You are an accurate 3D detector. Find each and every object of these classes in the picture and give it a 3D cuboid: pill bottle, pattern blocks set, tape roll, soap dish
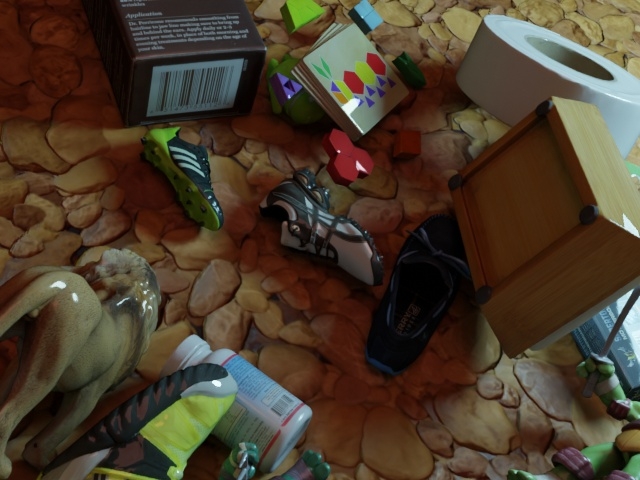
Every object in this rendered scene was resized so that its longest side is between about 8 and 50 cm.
[{"bbox_3d":[-0.095,0.175,1.080,0.160,0.087,0.087,35,51,12],"label":"pill bottle"},{"bbox_3d":[0.043,-0.228,1.414,0.285,0.026,0.325,56,41,0],"label":"pattern blocks set"},{"bbox_3d":[0.346,-0.227,1.454,0.286,0.100,0.286,19,26,-10],"label":"tape roll"},{"bbox_3d":[0.279,-0.028,1.238,0.118,0.229,0.291,32,32,-30],"label":"soap dish"}]

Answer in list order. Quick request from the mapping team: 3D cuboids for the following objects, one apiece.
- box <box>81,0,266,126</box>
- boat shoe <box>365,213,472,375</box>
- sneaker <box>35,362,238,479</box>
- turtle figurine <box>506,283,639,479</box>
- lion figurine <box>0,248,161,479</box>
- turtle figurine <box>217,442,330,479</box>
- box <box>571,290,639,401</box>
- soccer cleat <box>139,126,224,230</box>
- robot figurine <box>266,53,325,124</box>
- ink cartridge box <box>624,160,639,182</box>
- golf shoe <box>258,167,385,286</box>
[{"bbox_3d":[-0.234,-0.350,1.418,0.191,0.143,0.381,-9,58,-23],"label":"box"},{"bbox_3d":[0.139,0.056,1.243,0.109,0.089,0.258,21,50,0],"label":"boat shoe"},{"bbox_3d":[-0.214,0.272,0.942,0.147,0.145,0.385,46,68,4],"label":"sneaker"},{"bbox_3d":[0.344,0.200,1.104,0.266,0.274,0.198,-32,58,-22],"label":"turtle figurine"},{"bbox_3d":[-0.252,0.096,0.947,0.142,0.392,0.240,38,79,-2],"label":"lion figurine"},{"bbox_3d":[-0.073,0.283,0.956,0.234,0.118,0.175,-2,81,-50],"label":"turtle figurine"},{"bbox_3d":[0.418,0.093,1.320,0.183,0.059,0.232,-10,57,-24],"label":"box"},{"bbox_3d":[-0.166,-0.086,1.283,0.072,0.060,0.179,-22,60,-32],"label":"soccer cleat"},{"bbox_3d":[-0.032,-0.214,1.417,0.101,0.067,0.115,-23,64,-30],"label":"robot figurine"},{"bbox_3d":[0.373,-0.091,1.448,0.209,0.062,0.109,26,49,4],"label":"ink cartridge box"},{"bbox_3d":[0.000,0.000,1.265,0.094,0.077,0.198,-32,60,-22],"label":"golf shoe"}]
